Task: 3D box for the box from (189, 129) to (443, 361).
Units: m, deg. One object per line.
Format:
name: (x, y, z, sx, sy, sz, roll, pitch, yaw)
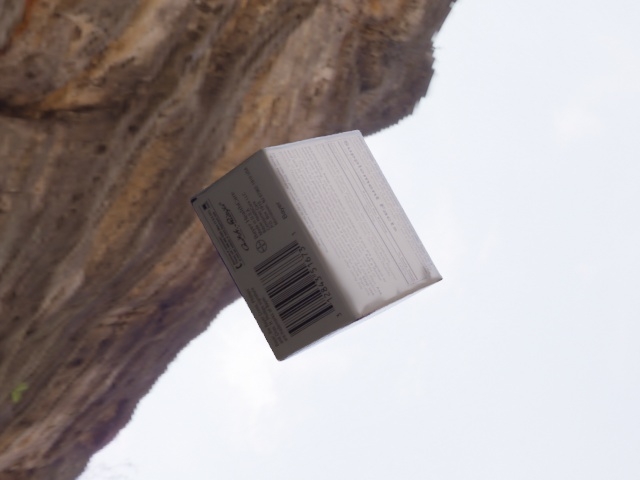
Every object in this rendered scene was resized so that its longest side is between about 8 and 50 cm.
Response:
box: (0.000, 0.000, 0.860, 0.072, 0.137, 0.126, -33, -97, 30)
